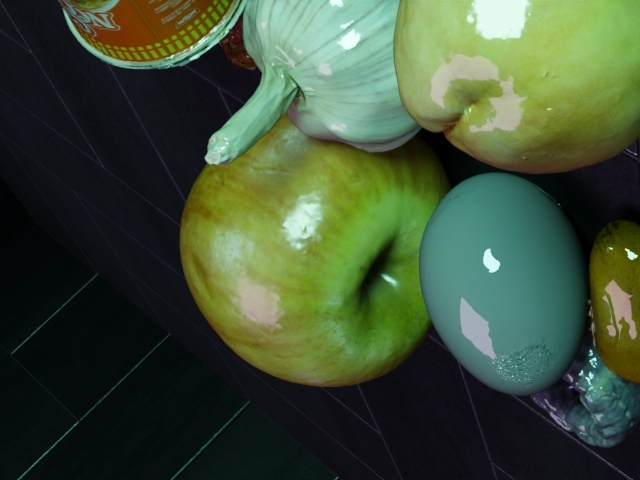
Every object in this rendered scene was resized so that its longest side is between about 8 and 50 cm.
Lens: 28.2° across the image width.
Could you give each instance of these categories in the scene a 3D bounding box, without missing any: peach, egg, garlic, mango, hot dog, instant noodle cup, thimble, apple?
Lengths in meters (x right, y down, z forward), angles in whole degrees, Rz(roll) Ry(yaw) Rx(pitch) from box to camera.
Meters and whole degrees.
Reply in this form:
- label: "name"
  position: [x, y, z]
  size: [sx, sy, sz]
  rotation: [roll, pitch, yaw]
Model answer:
- label: "peach"
  position: [0.131, -0.125, 0.780]
  size: [0.184, 0.184, 0.184]
  rotation: [41, 164, 15]
- label: "egg"
  position: [0.162, 0.038, 1.121]
  size: [0.146, 0.146, 0.198]
  rotation: [164, 95, -73]
- label: "garlic"
  position: [-0.016, -0.128, 1.054]
  size: [0.199, 0.226, 0.199]
  rotation: [38, 157, 19]
- label: "mango"
  position: [0.269, 0.060, 1.061]
  size: [0.105, 0.084, 0.159]
  rotation: [23, 153, 42]
- label: "hot dog"
  position: [-0.079, -0.227, 1.289]
  size: [0.099, 0.053, 0.192]
  rotation: [50, 162, -1]
- label: "instant noodle cup"
  position: [-0.174, -0.271, 1.095]
  size: [0.193, 0.193, 0.212]
  rotation: [40, 177, 18]
- label: "thimble"
  position: [0.256, 0.119, 1.217]
  size: [0.150, 0.098, 0.150]
  rotation: [42, 165, 14]
- label: "apple"
  position: [0.000, 0.000, 1.245]
  size: [0.233, 0.286, 0.286]
  rotation: [26, 155, 46]
